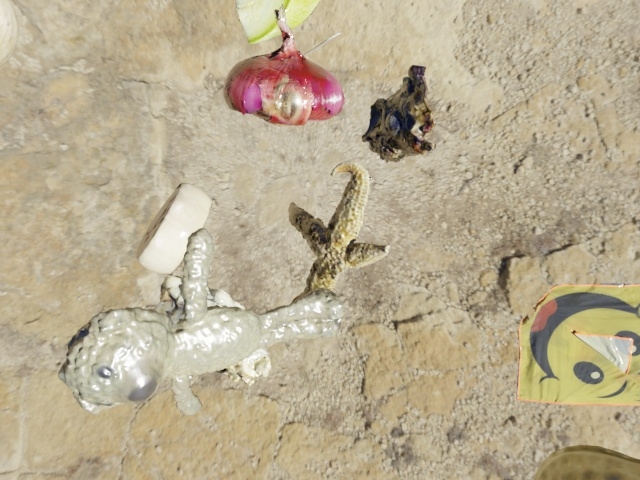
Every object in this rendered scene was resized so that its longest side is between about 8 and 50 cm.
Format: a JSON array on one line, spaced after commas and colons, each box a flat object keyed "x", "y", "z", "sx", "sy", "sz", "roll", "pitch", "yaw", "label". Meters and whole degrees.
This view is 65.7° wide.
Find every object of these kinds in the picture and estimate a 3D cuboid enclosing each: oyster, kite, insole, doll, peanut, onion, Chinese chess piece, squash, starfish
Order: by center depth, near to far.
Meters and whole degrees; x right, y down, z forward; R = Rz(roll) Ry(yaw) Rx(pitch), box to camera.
[{"x": -0.107, "y": 0.110, "z": 0.521, "sx": 0.202, "sy": 0.286, "sz": 0.091, "roll": -50, "pitch": 52, "yaw": 12, "label": "doll"}, {"x": 0.389, "y": 0.335, "z": 0.588, "sx": 0.147, "sy": 0.305, "sz": 0.147, "roll": 5, "pitch": 80, "yaw": -29, "label": "peanut"}, {"x": -0.044, "y": -0.210, "z": 0.604, "sx": 0.150, "sy": 0.150, "sz": 0.140, "roll": 4, "pitch": 112, "yaw": -3, "label": "onion"}, {"x": 0.552, "y": 0.227, "z": 0.986, "sx": 0.327, "sy": 0.013, "sz": 0.377, "roll": 37, "pitch": 113, "yaw": -1, "label": "kite"}, {"x": -0.268, "y": 0.213, "z": 1.187, "sx": 0.355, "sy": 0.107, "sz": 0.201, "roll": 23, "pitch": 97, "yaw": 12, "label": "oyster"}, {"x": -0.105, "y": -0.625, "z": 1.264, "sx": 0.204, "sy": 0.155, "sz": 0.236, "roll": -15, "pitch": 92, "yaw": 13, "label": "squash"}, {"x": -0.379, "y": -0.031, "z": 1.292, "sx": 0.103, "sy": 0.250, "sz": 0.249, "roll": 32, "pitch": 94, "yaw": -22, "label": "Chinese chess piece"}, {"x": 0.000, "y": 0.000, "z": 1.306, "sx": 0.082, "sy": 0.432, "sz": 0.323, "roll": -6, "pitch": 70, "yaw": -38, "label": "starfish"}, {"x": 0.195, "y": -0.328, "z": 1.328, "sx": 0.096, "sy": 0.361, "sz": 0.221, "roll": 1, "pitch": 91, "yaw": -17, "label": "oyster"}, {"x": -0.002, "y": -0.550, "z": 1.399, "sx": 0.065, "sy": 0.197, "sz": 0.004, "roll": -33, "pitch": 107, "yaw": -19, "label": "insole"}]

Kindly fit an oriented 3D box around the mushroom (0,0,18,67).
[{"x": -0.568, "y": -0.315, "z": 0.730, "sx": 0.254, "sy": 0.189, "sz": 0.195, "roll": 11, "pitch": 77, "yaw": 22, "label": "mushroom"}]
